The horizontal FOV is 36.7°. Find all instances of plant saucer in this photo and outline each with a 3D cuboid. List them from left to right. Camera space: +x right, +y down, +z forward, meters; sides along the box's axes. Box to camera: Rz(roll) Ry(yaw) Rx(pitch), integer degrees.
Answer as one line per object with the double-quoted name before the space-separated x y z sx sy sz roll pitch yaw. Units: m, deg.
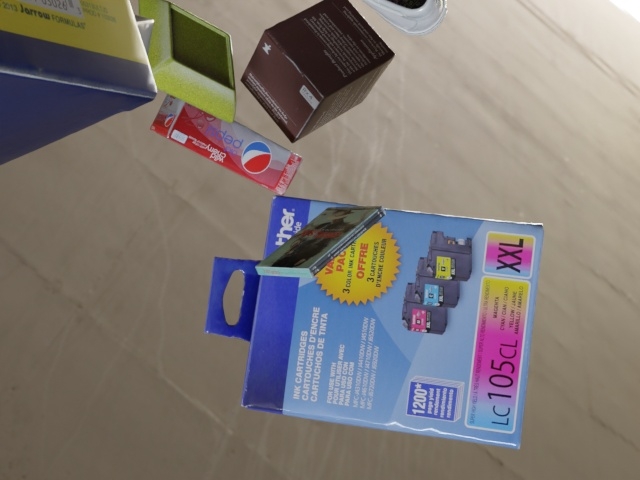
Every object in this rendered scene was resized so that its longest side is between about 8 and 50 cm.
"plant saucer" -0.209 -0.309 1.597 0.188 0.045 0.188 22 -132 -39

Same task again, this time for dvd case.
"dvd case" 0.000 0.000 0.990 0.119 0.087 0.013 -38 -66 -33

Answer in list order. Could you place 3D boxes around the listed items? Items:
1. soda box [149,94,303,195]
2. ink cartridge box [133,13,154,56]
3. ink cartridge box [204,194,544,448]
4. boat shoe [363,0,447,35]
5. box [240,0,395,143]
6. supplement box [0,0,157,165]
"soda box" -0.166 -0.172 1.729 0.263 0.083 0.092 27 180 -34
"ink cartridge box" -0.310 -0.249 1.191 0.134 0.078 0.231 17 -163 6
"ink cartridge box" 0.062 0.095 1.203 0.395 0.270 0.151 6 173 11
"boat shoe" 0.020 -0.228 0.749 0.184 0.066 0.063 48 -173 10
"box" -0.006 -0.325 1.809 0.203 0.167 0.168 -34 -98 -31
"supplement box" -0.287 -0.236 0.662 0.195 0.194 0.356 -8 -101 -69
